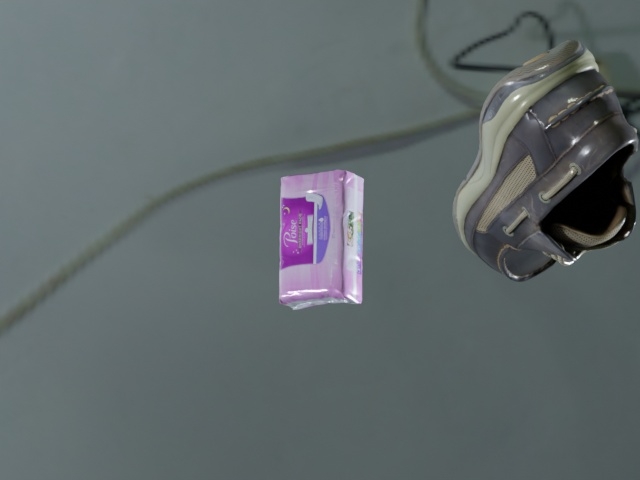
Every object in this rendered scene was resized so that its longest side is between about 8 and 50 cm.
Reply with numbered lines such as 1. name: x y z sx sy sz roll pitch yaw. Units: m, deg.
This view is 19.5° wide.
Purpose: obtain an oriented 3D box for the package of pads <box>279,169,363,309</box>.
1. package of pads: 0.000 0.000 1.155 0.032 0.050 0.083 20 67 -58

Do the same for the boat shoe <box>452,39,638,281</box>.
1. boat shoe: 0.206 -0.035 1.675 0.132 0.355 0.130 -32 68 -11
